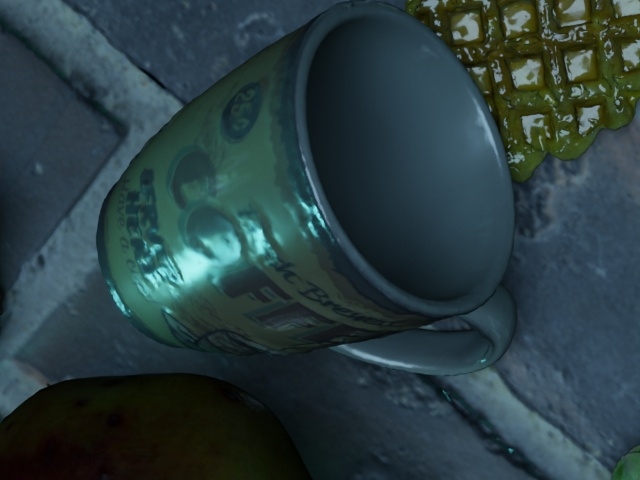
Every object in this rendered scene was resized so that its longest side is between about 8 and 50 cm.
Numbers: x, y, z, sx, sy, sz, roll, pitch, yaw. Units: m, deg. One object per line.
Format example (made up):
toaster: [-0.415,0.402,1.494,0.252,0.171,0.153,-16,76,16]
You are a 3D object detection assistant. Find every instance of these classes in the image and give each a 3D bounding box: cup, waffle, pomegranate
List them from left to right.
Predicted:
pomegranate: [-0.124,0.233,1.246,0.291,0.323,0.291,-1,79,6]
cup: [0.000,0.000,1.287,0.257,0.227,0.301,-21,126,41]
waffle: [0.141,-0.191,1.303,0.291,0.051,0.291,2,97,17]

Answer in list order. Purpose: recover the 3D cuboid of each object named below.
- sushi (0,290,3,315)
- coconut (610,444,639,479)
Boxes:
sushi: [-0.367,0.005,1.376,0.236,0.171,0.270,-12,90,14]
coconut: [0.247,0.184,1.288,0.083,0.081,0.082,-29,127,18]
